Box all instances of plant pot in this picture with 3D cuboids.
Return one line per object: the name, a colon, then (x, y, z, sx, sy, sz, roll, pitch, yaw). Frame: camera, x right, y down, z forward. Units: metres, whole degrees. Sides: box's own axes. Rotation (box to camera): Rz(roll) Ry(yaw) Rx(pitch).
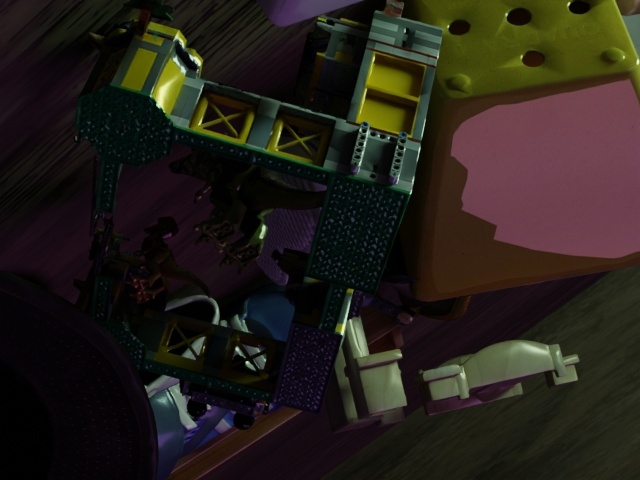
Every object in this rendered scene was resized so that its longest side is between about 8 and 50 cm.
plant pot: (0.154, -0.106, 1.019, 0.212, 0.212, 0.187, -10, 141, 0)

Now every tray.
tray: (-0.077, 0.215, 1.821, 0.411, 0.076, 0.203, -34, 166, -2)

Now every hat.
hat: (-0.279, 0.121, 0.920, 0.331, 0.331, 0.134, -36, -159, 11)

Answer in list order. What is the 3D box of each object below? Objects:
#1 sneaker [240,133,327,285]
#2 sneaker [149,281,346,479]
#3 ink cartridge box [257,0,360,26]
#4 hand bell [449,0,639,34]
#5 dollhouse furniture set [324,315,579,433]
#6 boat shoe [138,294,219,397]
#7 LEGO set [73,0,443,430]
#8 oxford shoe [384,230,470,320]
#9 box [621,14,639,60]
sneaker: (0.013, -0.059, 1.157, 0.161, 0.102, 0.282, -33, 176, -13)
sneaker: (-0.140, 0.164, 1.440, 0.323, 0.130, 0.236, -37, 169, 34)
ink cartridge box: (0.079, -0.261, 0.594, 0.226, 0.131, 0.306, -23, 160, -32)
hand bell: (0.216, -0.211, 1.114, 0.242, 0.126, 0.126, -18, 162, -11)
dollhouse furniture set: (0.176, 0.110, 1.615, 0.356, 0.173, 0.303, -11, 169, -12)
boat shoe: (-0.208, 0.135, 1.292, 0.267, 0.096, 0.088, -26, 159, -29)
LEGO set: (-0.046, -0.042, 0.907, 0.331, 0.255, 0.192, 94, 8, -46)
oxford shoe: (0.132, 0.019, 1.641, 0.133, 0.130, 0.363, 4, 164, -8)
box: (0.324, -0.150, 1.388, 0.186, 0.145, 0.038, -36, 165, 11)
